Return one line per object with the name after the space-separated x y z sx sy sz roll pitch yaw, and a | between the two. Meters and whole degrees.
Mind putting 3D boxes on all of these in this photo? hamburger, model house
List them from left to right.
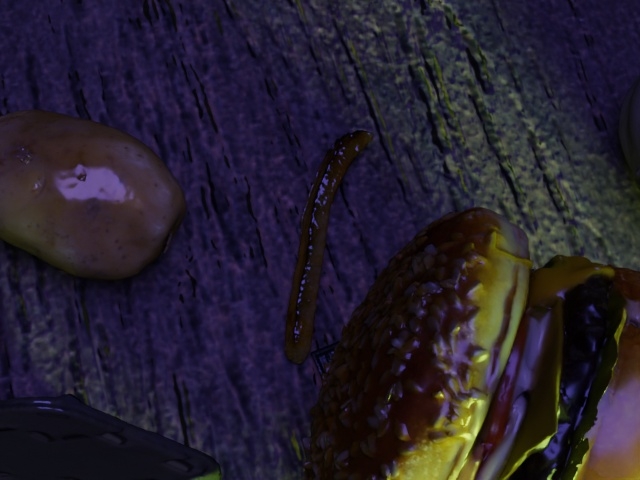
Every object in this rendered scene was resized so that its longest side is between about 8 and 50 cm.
-0.214 0.273 1.238 0.205 0.218 0.279 -3 104 -46 | model house
0.114 0.121 1.233 0.225 0.291 0.291 22 69 -6 | hamburger

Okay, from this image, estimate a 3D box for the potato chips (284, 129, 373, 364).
0.000 0.000 1.398 0.037 0.026 0.204 20 68 -12 | potato chips

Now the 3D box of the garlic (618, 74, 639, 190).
0.323 -0.089 1.362 0.178 0.143 0.229 -46 41 1 | garlic

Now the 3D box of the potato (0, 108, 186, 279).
-0.195 -0.038 1.350 0.178 0.109 0.118 22 92 8 | potato

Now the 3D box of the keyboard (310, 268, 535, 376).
0.094 0.082 1.384 0.198 0.010 0.064 -20 71 -12 | keyboard
